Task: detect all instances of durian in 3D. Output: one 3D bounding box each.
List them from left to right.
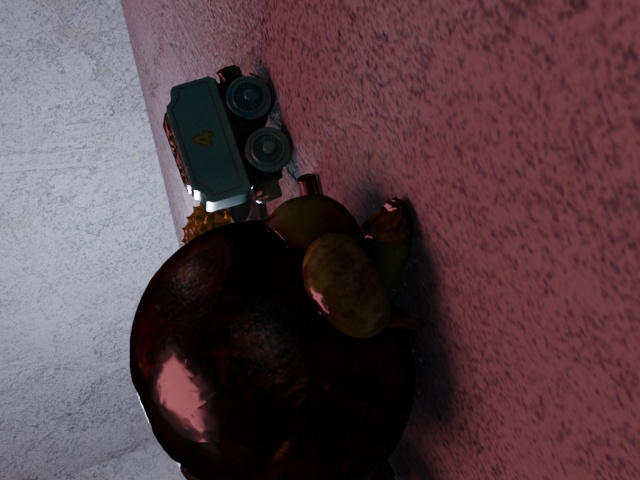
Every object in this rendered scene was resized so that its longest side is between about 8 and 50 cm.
[{"bbox_3d":[-0.184,-0.005,1.653,0.132,0.165,0.182,-55,-13,-57],"label":"durian"}]

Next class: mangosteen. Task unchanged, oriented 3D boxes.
[{"bbox_3d":[-0.021,0.102,0.860,0.306,0.359,0.306,46,-170,-10],"label":"mangosteen"}]

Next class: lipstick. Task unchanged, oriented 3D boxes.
[{"bbox_3d":[0.000,0.000,1.071,0.027,0.027,0.177,-135,30,-62],"label":"lipstick"}]

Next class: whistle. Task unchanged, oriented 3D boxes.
[{"bbox_3d":[-0.118,-0.001,1.444,0.062,0.062,0.312,-134,29,-61],"label":"whistle"}]

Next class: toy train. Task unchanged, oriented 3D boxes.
[{"bbox_3d":[-0.128,-0.137,1.136,0.107,0.154,0.198,139,113,-78],"label":"toy train"}]

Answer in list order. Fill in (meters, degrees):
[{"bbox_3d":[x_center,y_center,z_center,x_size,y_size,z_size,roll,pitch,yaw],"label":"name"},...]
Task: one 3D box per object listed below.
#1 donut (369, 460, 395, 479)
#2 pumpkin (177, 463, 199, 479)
[{"bbox_3d":[0.023,0.368,0.983,0.259,0.136,0.345,24,-158,-45],"label":"donut"},{"bbox_3d":[-0.162,0.337,1.605,0.257,0.291,0.328,22,131,23],"label":"pumpkin"}]
